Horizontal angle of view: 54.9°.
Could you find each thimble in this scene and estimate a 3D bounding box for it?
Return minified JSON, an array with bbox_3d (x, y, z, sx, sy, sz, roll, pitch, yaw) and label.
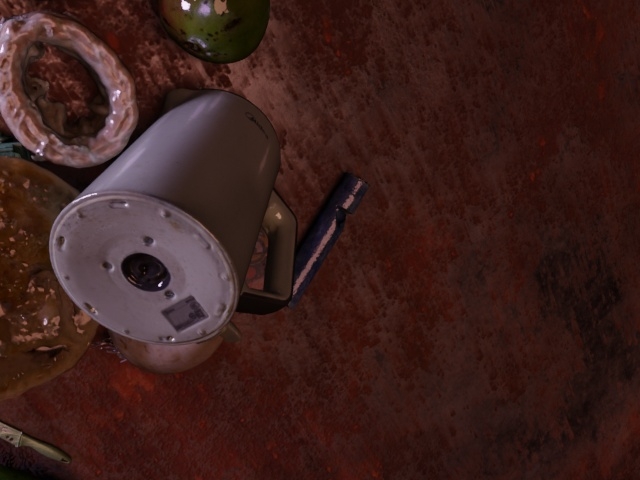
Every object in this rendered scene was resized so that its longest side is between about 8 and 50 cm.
[{"bbox_3d":[-0.387,-0.230,0.938,0.196,0.148,0.229,-19,117,-22],"label":"thimble"}]

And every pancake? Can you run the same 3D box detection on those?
[{"bbox_3d":[-0.477,0.056,0.868,0.387,0.082,0.386,-3,95,-36],"label":"pancake"}]

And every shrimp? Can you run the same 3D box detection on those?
[{"bbox_3d":[-0.356,0.194,1.156,0.165,0.056,0.065,0,114,-25],"label":"shrimp"}]

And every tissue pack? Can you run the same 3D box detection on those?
[{"bbox_3d":[-0.137,0.033,1.214,0.109,0.060,0.148,-18,114,-21],"label":"tissue pack"}]

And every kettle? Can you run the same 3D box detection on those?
[{"bbox_3d":[-0.166,-0.024,0.957,0.250,0.376,0.361,-32,115,28],"label":"kettle"}]

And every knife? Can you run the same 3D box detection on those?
[{"bbox_3d":[-0.548,0.371,1.139,0.030,0.014,0.207,-49,121,-5],"label":"knife"}]

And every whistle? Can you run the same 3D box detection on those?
[{"bbox_3d":[0.000,0.000,1.278,0.062,0.062,0.304,32,90,-33],"label":"whistle"}]

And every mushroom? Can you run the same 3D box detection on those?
[{"bbox_3d":[-0.254,0.117,1.110,0.244,0.243,0.243,-10,111,-25],"label":"mushroom"}]

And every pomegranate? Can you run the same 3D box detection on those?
[{"bbox_3d":[-0.158,-0.400,0.997,0.182,0.182,0.224,28,72,-33],"label":"pomegranate"}]

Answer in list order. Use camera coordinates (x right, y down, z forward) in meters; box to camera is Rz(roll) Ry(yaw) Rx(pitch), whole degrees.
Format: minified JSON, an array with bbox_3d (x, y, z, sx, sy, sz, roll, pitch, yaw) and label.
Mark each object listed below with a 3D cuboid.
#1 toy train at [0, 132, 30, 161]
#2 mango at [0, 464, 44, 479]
[{"bbox_3d":[-0.527,-0.116,0.924,0.171,0.111,0.071,-10,116,-25],"label":"toy train"},{"bbox_3d":[-0.549,0.503,1.071,0.201,0.225,0.382,-55,142,4],"label":"mango"}]
